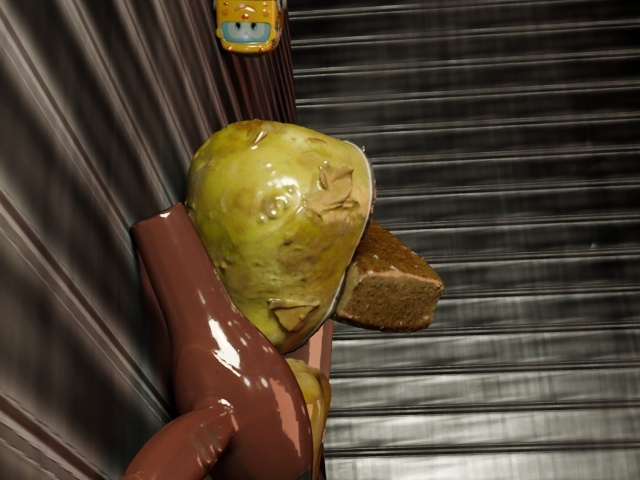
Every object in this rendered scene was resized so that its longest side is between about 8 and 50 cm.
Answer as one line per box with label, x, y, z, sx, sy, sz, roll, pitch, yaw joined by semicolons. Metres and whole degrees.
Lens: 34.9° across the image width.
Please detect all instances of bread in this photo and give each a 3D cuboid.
bread;0.000;0.000;1.458;0.416;0.165;0.113;42;-62;52

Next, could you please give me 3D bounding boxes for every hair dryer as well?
hair dryer;-0.135;0.141;0.904;0.312;0.123;0.340;64;22;-5

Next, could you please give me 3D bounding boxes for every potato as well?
potato;-0.089;-0.012;1.284;0.246;0.196;0.299;42;-65;52

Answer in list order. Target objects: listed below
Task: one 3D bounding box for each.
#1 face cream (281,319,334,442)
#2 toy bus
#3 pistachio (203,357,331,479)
face cream;-0.060;0.253;1.448;0.145;0.146;0.369;69;24;-78
toy bus;-0.128;-0.404;1.855;0.209;0.126;0.136;-86;177;-75
pistachio;-0.082;0.255;1.158;0.213;0.163;0.260;2;101;-46
